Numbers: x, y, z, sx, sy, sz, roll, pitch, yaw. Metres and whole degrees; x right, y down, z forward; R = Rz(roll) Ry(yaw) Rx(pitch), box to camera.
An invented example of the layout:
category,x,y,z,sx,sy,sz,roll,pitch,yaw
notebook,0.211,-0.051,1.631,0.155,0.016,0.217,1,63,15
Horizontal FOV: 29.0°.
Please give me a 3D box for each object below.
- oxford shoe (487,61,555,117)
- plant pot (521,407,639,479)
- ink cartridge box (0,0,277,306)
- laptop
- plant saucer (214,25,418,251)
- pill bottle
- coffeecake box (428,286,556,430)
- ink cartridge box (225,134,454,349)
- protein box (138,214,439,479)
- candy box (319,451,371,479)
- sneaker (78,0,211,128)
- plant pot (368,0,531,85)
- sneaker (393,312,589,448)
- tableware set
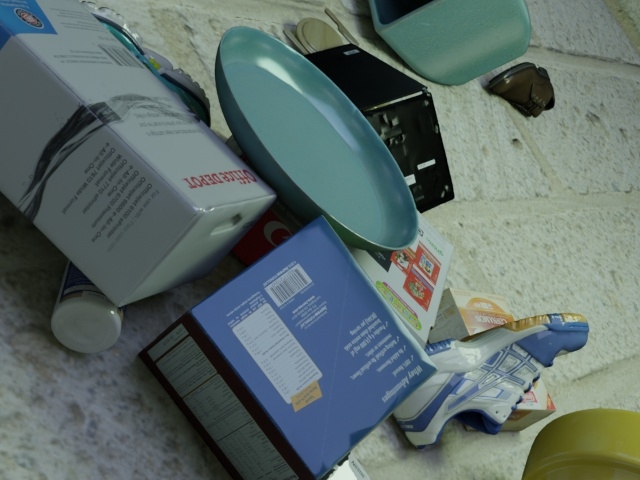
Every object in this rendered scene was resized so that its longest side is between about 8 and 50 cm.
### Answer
category,x,y,z,sx,sy,sz,roll,pitch,yaw
oxford shoe,0.407,-0.292,2.428,0.227,0.082,0.096,-3,66,-53
plant pot,0.351,0.374,1.497,0.254,0.254,0.239,43,47,-16
ink cartridge box,-0.218,-0.096,1.207,0.307,0.129,0.223,44,16,8
laptop,0.054,-0.153,1.806,0.234,0.136,0.264,-23,103,-45
plant saucer,-0.010,-0.107,1.401,0.317,0.043,0.318,39,25,-23
pill bottle,-0.219,0.047,1.204,0.067,0.067,0.120,37,30,-25
coffeecake box,0.228,0.165,1.700,0.142,0.068,0.185,11,50,-50
ink cartridge box,0.000,0.000,1.495,0.309,0.130,0.272,45,29,-12
protein box,-0.031,0.123,1.255,0.200,0.136,0.201,-37,89,-37
candy box,0.016,0.328,1.229,0.165,0.070,0.196,53,30,1
sneaker,-0.232,-0.176,1.400,0.275,0.107,0.110,32,45,-32
plant pot,0.244,-0.423,2.191,0.252,0.247,0.248,46,26,-45
sneaker,0.218,0.176,1.566,0.296,0.112,0.131,-15,81,-19
tableware set,0.028,-0.260,1.907,0.194,0.039,0.128,49,43,4
